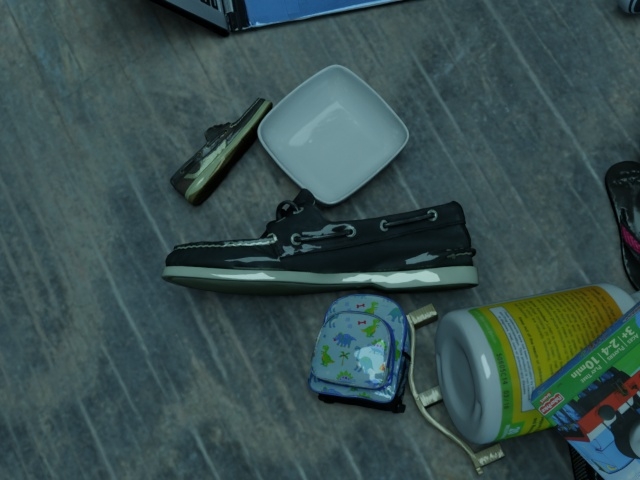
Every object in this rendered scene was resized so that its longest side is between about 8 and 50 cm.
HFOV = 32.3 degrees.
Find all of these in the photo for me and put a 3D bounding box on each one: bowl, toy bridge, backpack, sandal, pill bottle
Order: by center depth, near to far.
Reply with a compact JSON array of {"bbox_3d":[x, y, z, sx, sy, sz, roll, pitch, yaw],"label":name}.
[{"bbox_3d":[0.254,0.118,1.132,0.245,0.136,0.136,-10,71,-14],"label":"pill bottle"},{"bbox_3d":[0.045,0.115,1.173,0.105,0.084,0.114,7,70,16],"label":"backpack"},{"bbox_3d":[0.132,0.164,1.189,0.063,0.026,0.188,-23,72,-4],"label":"toy bridge"},{"bbox_3d":[0.363,-0.011,1.231,0.067,0.040,0.179,-15,71,-3],"label":"sandal"},{"bbox_3d":[0.014,-0.115,1.274,0.142,0.053,0.142,-40,75,-11],"label":"bowl"}]

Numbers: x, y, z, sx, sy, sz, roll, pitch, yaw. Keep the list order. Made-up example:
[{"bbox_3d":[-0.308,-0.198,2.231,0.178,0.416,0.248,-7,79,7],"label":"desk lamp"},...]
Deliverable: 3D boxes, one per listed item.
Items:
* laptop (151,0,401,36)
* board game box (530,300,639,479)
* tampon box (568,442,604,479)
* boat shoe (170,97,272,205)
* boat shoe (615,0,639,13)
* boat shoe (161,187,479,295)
[{"bbox_3d":[-0.096,-0.471,1.310,0.236,0.408,0.382,-24,68,30],"label":"laptop"},{"bbox_3d":[0.323,0.170,1.005,0.211,0.039,0.160,45,108,1],"label":"board game box"},{"bbox_3d":[0.328,0.267,1.106,0.120,0.101,0.161,-7,71,0],"label":"tampon box"},{"bbox_3d":[-0.115,-0.111,1.276,0.049,0.056,0.152,37,77,8],"label":"boat shoe"},{"bbox_3d":[0.488,-0.341,1.273,0.301,0.108,0.102,-32,71,11],"label":"boat shoe"},{"bbox_3d":[0.001,-0.001,1.189,0.340,0.127,0.113,-1,82,-1],"label":"boat shoe"}]
